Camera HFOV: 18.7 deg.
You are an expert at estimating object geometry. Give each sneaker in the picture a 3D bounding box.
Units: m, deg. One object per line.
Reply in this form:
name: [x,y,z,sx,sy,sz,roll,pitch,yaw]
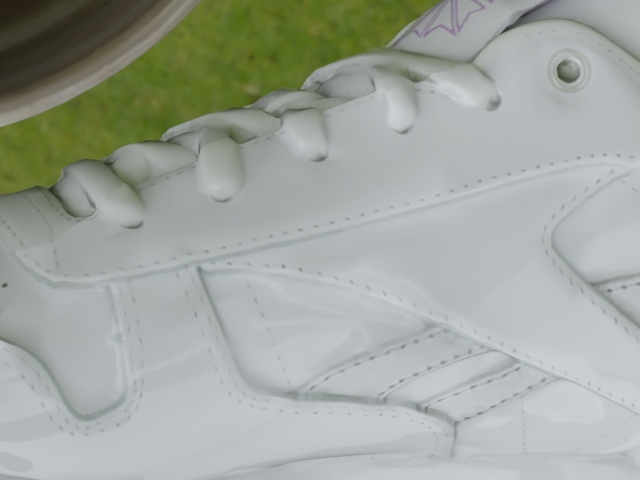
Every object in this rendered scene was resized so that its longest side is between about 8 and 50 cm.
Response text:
sneaker: [0.000,0.000,0.441,0.305,0.152,0.114,5,-170,-21]

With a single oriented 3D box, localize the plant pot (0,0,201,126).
plant pot: [-0.195,-0.226,0.760,0.323,0.323,0.280,34,-177,-27]
